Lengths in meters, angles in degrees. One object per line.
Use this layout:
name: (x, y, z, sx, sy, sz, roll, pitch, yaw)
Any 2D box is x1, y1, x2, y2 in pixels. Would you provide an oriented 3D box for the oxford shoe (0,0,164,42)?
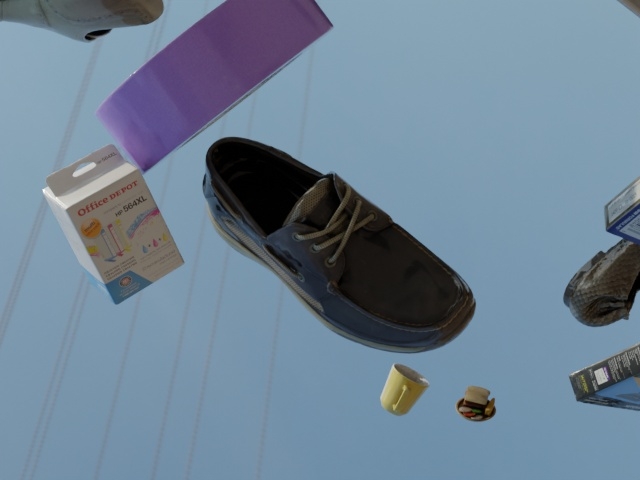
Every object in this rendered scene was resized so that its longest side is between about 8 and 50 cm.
oxford shoe: (-0.334, -0.296, 1.337, 0.146, 0.397, 0.140, 46, -110, -32)

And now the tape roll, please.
tape roll: (-0.118, -0.191, 1.228, 0.090, 0.275, 0.275, 52, -141, -7)

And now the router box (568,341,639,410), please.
router box: (0.458, 0.194, 1.549, 0.179, 0.133, 0.046, 14, -127, -43)

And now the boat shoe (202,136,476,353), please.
boat shoe: (0.000, 0.000, 1.156, 0.132, 0.355, 0.130, -53, -29, -16)

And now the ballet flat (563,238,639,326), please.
ballet flat: (0.336, -0.011, 1.043, 0.058, 0.250, 0.084, 44, 180, 42)

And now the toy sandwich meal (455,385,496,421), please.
toy sandwich meal: (0.297, 0.312, 2.074, 0.085, 0.085, 0.029, -42, -39, -51)

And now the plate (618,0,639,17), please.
plate: (0.343, -0.237, 0.800, 0.278, 0.045, 0.277, 34, -93, -19)

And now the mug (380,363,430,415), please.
mug: (0.117, 0.225, 1.619, 0.062, 0.064, 0.078, 35, -167, 31)

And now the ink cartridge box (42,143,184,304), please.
ink cartridge box: (-0.228, -0.022, 1.183, 0.092, 0.090, 0.143, -32, -61, -18)

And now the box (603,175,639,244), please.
box: (0.381, -0.017, 0.954, 0.225, 0.136, 0.036, 22, -131, -18)
